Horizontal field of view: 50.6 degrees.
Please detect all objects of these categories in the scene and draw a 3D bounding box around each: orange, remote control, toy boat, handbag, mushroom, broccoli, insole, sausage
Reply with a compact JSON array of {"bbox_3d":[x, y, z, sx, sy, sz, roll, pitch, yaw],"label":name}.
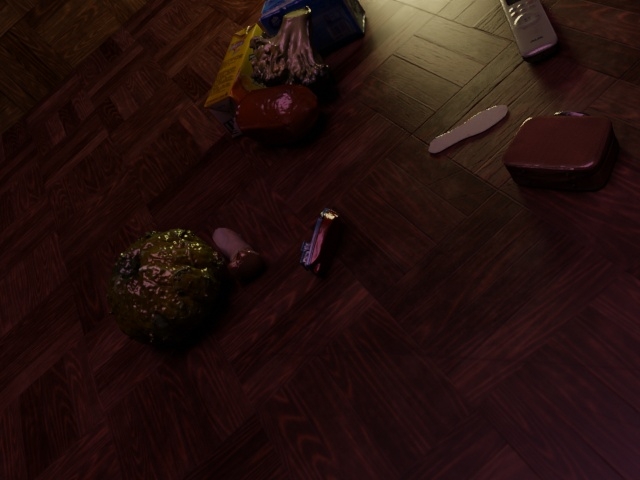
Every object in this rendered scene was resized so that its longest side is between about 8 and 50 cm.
[{"bbox_3d":[-0.380,0.112,1.628,0.300,0.223,0.301,-51,40,-2],"label":"orange"},{"bbox_3d":[0.497,-0.526,1.624,0.090,0.038,0.310,-22,42,23],"label":"remote control"},{"bbox_3d":[0.000,0.000,1.528,0.058,0.069,0.173,2,60,31],"label":"toy boat"},{"bbox_3d":[0.463,-0.173,1.298,0.193,0.072,0.151,12,62,47],"label":"handbag"},{"bbox_3d":[-0.213,0.027,1.683,0.084,0.071,0.209,-50,36,2],"label":"mushroom"},{"bbox_3d":[-0.084,-0.537,1.939,0.288,0.246,0.248,8,24,23],"label":"broccoli"},{"bbox_3d":[0.332,-0.250,1.532,0.197,0.004,0.065,-28,41,17],"label":"insole"},{"bbox_3d":[-0.118,-0.351,1.887,0.268,0.153,0.141,4,68,42],"label":"sausage"}]

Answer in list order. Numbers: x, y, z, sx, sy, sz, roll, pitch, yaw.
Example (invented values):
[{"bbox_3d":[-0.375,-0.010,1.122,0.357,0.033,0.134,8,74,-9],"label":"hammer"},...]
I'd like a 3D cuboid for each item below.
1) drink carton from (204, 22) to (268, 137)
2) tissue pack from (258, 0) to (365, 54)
[{"bbox_3d":[-0.237,-0.505,2.129,0.111,0.154,0.351,-13,47,32],"label":"drink carton"},{"bbox_3d":[-0.020,-0.685,2.081,0.263,0.198,0.146,-19,41,26],"label":"tissue pack"}]
